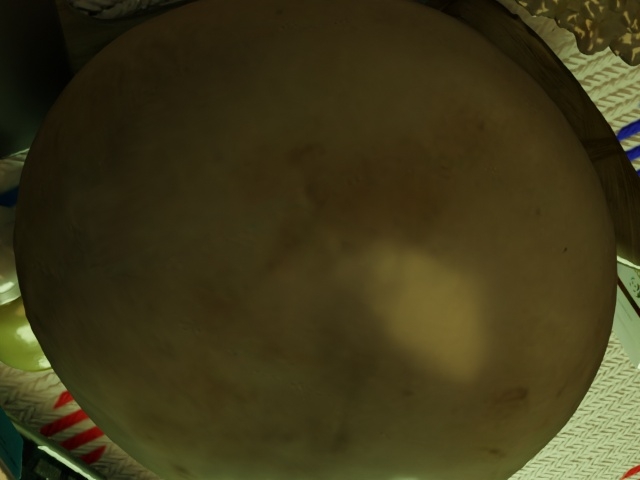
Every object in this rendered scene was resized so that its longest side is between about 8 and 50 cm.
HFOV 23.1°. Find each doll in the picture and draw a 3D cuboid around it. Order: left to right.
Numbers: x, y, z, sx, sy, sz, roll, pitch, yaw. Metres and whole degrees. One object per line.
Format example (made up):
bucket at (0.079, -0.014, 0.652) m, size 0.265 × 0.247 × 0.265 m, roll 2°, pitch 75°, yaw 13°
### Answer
doll at (-0.206, 0.035, 1.044) m, size 0.106 × 0.062 × 0.162 m, roll -12°, pitch 146°, yaw 10°

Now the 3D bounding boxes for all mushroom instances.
mushroom at (0.000, 0.000, 0.959) m, size 0.362 × 0.294 × 0.362 m, roll 8°, pitch 129°, yaw 10°

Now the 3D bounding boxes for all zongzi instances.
zongzi at (0.146, -0.064, 1.018) m, size 0.099 × 0.197 × 0.194 m, roll -45°, pitch 137°, yaw -2°

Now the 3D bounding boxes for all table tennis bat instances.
table tennis bat at (-0.171, -0.106, 0.937) m, size 0.247 × 0.022 × 0.138 m, roll -17°, pitch 142°, yaw -9°

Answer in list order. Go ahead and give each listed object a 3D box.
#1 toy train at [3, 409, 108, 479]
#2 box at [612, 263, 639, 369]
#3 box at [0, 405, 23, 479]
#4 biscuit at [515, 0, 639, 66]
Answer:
toy train at (-0.206, 0.220, 1.236) m, size 0.407 × 0.088 × 0.086 m, roll 49°, pitch 60°, yaw -49°
box at (0.281, 0.026, 1.280) m, size 0.040 × 0.084 × 0.154 m, roll -8°, pitch 138°, yaw -24°
box at (-0.298, 0.102, 0.998) m, size 0.139 × 0.073 × 0.194 m, roll -28°, pitch 111°, yaw 3°
biscuit at (0.190, -0.210, 0.966) m, size 0.281 × 0.084 × 0.179 m, roll 20°, pitch 119°, yaw -44°
